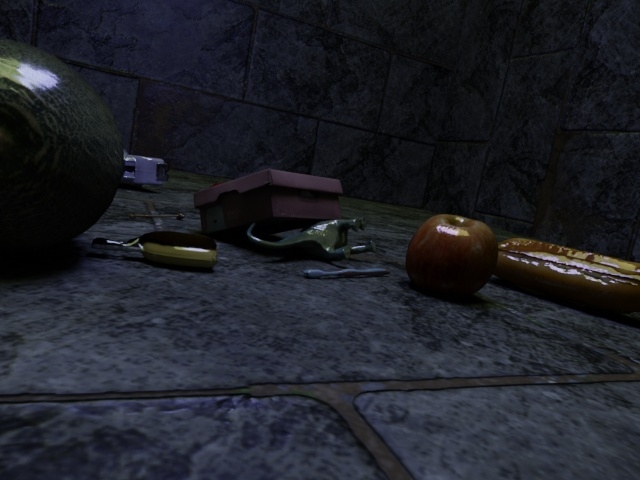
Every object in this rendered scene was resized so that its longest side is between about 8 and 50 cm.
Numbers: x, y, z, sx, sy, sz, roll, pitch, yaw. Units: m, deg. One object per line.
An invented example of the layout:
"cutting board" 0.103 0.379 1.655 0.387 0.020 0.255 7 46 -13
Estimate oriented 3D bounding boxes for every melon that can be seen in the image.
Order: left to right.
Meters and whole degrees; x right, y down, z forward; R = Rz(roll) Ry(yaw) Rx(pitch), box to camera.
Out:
"melon" -0.373 -0.109 0.568 0.249 0.248 0.329 6 7 -26

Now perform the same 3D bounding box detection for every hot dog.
"hot dog" 0.481 0.073 0.891 0.135 0.100 0.337 -10 20 -44

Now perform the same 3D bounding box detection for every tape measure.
"tape measure" -0.616 -0.223 1.447 0.236 0.120 0.197 13 10 43

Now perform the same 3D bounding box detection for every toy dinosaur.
"toy dinosaur" 0.012 -0.001 0.900 0.147 0.076 0.363 -4 -1 26

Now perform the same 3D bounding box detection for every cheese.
"cheese" -0.228 0.011 0.651 0.163 0.036 0.086 7 12 -21

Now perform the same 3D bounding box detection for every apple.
"apple" 0.217 0.024 0.780 0.147 0.130 0.146 11 15 -3

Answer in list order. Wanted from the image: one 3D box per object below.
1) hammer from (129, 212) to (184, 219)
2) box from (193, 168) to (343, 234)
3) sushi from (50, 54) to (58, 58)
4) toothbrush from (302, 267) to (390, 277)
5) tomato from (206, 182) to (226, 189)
"hammer" -0.345 -0.051 0.994 0.029 0.014 0.123 6 7 40
"box" -0.100 -0.067 0.923 0.215 0.086 0.215 -11 -7 38
"sushi" -0.626 -0.222 0.843 0.349 0.207 0.234 -17 -8 20
"toothbrush" 0.050 0.053 0.777 0.193 0.013 0.019 2 3 -40
"tomato" -0.243 -0.118 1.314 0.174 0.082 0.166 3 10 -27
